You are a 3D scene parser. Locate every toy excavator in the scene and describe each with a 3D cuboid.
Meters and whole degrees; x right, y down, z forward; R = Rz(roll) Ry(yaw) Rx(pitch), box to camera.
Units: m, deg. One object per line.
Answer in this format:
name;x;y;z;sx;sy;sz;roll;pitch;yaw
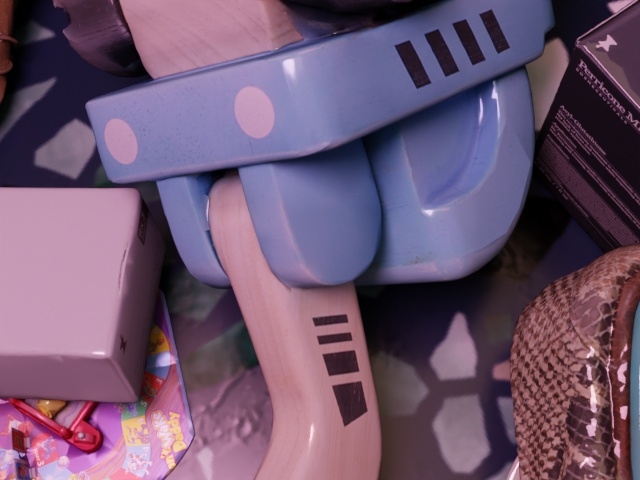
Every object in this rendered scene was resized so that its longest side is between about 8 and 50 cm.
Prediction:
toy excavator;0.000;0.000;0.716;0.433;0.222;0.445;-29;106;-46

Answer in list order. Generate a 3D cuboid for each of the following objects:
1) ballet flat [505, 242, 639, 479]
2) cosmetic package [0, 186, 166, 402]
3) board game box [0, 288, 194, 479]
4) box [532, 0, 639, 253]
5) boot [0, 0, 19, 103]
ballet flat;0.168;0.245;0.679;0.164;0.182;0.482;9;71;-26
cosmetic package;-0.222;0.033;0.778;0.231;0.085;0.117;3;63;8
board game box;-0.158;0.091;0.804;0.133;0.033;0.168;-13;73;-3
box;0.257;-0.013;0.748;0.103;0.184;0.261;-37;76;-9
boot;-0.248;-0.151;0.867;0.115;0.112;0.305;46;73;-17
